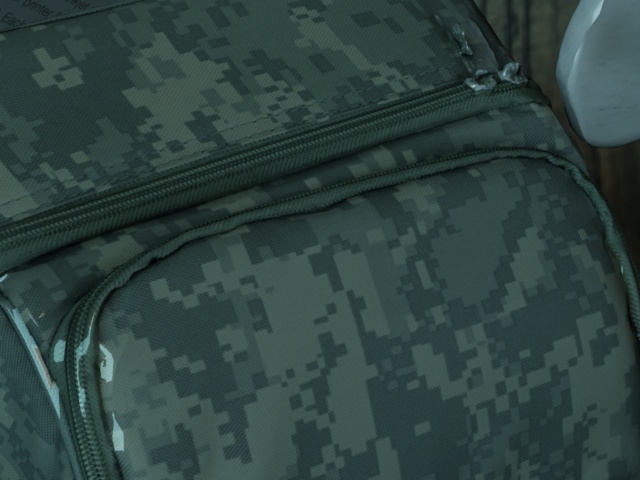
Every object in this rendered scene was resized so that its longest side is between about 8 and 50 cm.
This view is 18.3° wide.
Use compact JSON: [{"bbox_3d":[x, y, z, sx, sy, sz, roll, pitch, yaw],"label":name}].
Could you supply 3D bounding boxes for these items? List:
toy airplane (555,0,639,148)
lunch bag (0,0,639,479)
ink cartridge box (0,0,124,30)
[{"bbox_3d":[0.117,-0.222,0.799,0.272,0.386,0.384,-1,61,-11],"label":"toy airplane"},{"bbox_3d":[-0.021,0.042,0.818,0.256,0.305,0.212,61,148,20],"label":"lunch bag"},{"bbox_3d":[-0.204,-0.117,1.043,0.131,0.226,0.306,39,97,30],"label":"ink cartridge box"}]
